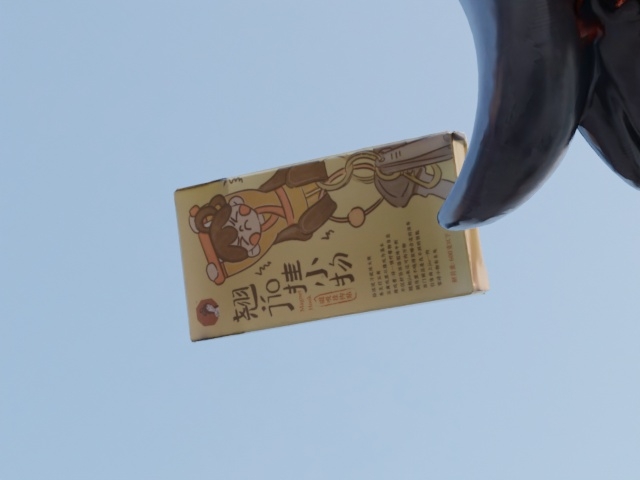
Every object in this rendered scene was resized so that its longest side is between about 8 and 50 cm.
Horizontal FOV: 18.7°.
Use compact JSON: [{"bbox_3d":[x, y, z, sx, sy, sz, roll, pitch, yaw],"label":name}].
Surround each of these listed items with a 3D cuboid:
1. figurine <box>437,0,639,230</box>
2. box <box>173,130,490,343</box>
[{"bbox_3d":[0.096,-0.130,0.677,0.175,0.197,0.265,-8,-101,-41],"label":"figurine"},{"bbox_3d":[0.000,0.000,0.860,0.020,0.149,0.073,4,-104,-62],"label":"box"}]
